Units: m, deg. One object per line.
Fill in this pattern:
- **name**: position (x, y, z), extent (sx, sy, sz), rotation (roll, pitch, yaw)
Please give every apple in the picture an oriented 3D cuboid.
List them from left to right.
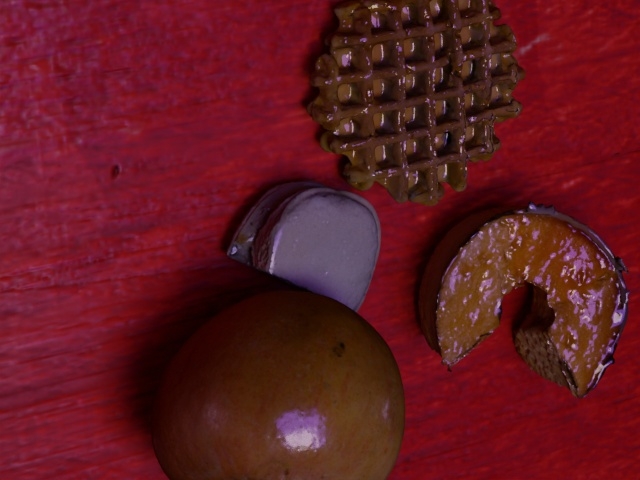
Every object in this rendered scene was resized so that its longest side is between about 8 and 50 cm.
- **apple**: position (-0.026, 0.119, 1.333), extent (0.182, 0.182, 0.155), rotation (25, 61, -33)

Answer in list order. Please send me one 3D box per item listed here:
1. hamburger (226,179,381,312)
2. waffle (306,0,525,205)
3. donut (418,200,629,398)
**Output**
- **hamburger**: position (-0.002, -0.001, 1.380), extent (0.121, 0.054, 0.084), rotation (29, 84, -36)
- **waffle**: position (0.075, -0.115, 1.399), extent (0.191, 0.038, 0.191), rotation (-9, 108, -29)
- **donut**: position (0.159, 0.039, 1.473), extent (0.181, 0.078, 0.146), rotation (14, 95, -26)
